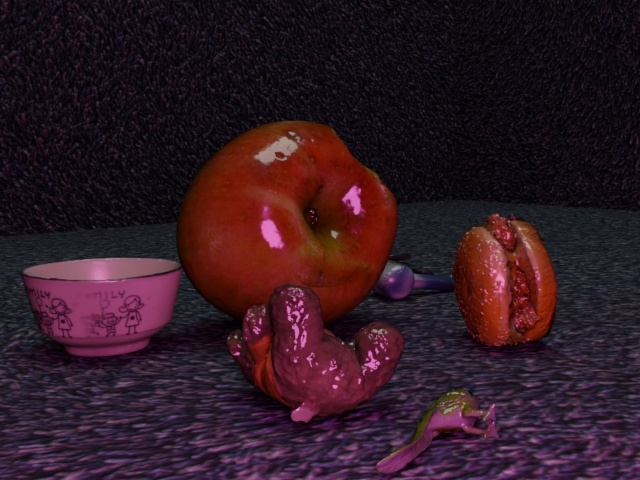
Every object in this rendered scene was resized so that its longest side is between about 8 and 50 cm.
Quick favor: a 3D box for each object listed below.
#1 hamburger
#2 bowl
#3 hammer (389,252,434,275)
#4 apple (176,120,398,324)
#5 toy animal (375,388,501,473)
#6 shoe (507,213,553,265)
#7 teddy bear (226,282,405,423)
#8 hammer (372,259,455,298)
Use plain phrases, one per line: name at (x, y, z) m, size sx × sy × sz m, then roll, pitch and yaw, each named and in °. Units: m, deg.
hamburger at (0.259, 0.055, 1.230) m, size 0.118 × 0.191 × 0.182 m, roll -5°, pitch 15°, yaw -13°
bowl at (-0.321, 0.098, 1.276) m, size 0.238 × 0.126 × 0.238 m, roll -2°, pitch 7°, yaw 0°
hammer at (0.172, 0.062, 1.842) m, size 0.137 × 0.037 × 0.290 m, roll -6°, pitch 7°, yaw -18°
apple at (-0.060, -0.021, 1.360) m, size 0.339 × 0.339 × 0.339 m, roll -2°, pitch 7°, yaw 0°
toy animal at (0.130, 0.183, 0.833) m, size 0.075 × 0.041 × 0.217 m, roll 0°, pitch 11°, yaw 28°
shoe at (0.456, 0.004, 1.899) m, size 0.099 × 0.125 × 0.227 m, roll 1°, pitch 5°, yaw -3°
teddy bear at (-0.023, 0.134, 0.971) m, size 0.177 × 0.140 × 0.190 m, roll 24°, pitch -13°, yaw -24°
hammer at (0.189, 0.077, 1.642) m, size 0.194 × 0.069 × 0.116 m, roll 4°, pitch 4°, yaw -22°
